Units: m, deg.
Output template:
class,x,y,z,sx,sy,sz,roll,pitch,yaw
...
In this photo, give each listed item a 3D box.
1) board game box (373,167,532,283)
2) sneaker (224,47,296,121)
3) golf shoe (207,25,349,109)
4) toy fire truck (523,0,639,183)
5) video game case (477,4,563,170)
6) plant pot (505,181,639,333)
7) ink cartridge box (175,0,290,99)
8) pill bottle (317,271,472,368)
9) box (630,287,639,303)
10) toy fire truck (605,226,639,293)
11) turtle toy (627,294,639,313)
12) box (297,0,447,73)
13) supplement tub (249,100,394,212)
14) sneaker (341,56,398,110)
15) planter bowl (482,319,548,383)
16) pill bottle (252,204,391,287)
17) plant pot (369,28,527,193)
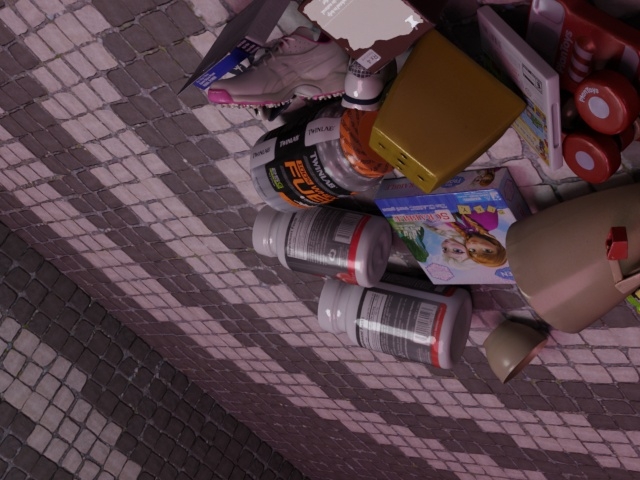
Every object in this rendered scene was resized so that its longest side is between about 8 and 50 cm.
class,x,y,z,sx,sy,sz,roll,pitch,yaw
board game box,0.328,-0.020,1.870,0.318,0.066,0.318,-3,138,41
sneaker,-0.128,-0.310,1.697,0.234,0.153,0.094,6,143,32
golf shoe,-0.075,-0.318,1.537,0.115,0.306,0.140,16,116,52
toy fire truck,0.435,-0.256,1.370,0.254,0.169,0.302,43,159,27
video game case,0.336,-0.256,1.400,0.206,0.026,0.227,68,175,-48
plant pot,0.547,0.010,1.607,0.256,0.256,0.274,38,132,-18
ink cartridge box,-0.159,-0.367,1.566,0.045,0.224,0.223,40,148,-21
pill bottle,0.192,0.191,2.158,0.362,0.210,0.210,12,147,25
box,0.677,0.052,1.534,0.058,0.087,0.232,45,151,8
toy fire truck,0.577,0.065,1.486,0.135,0.047,0.192,0,126,13
turtle toy,0.706,0.106,1.768,0.095,0.066,0.130,41,146,-22
box,0.103,-0.414,1.312,0.167,0.203,0.168,37,147,-17
supplement tub,0.010,-0.178,1.753,0.193,0.194,0.316,43,146,-25
sneaker,0.093,-0.314,1.471,0.090,0.235,0.095,5,124,8
planter bowl,0.485,0.272,2.127,0.109,0.162,0.162,45,156,22
pill bottle,0.000,0.000,2.048,0.318,0.176,0.176,12,147,24
plant pot,0.199,-0.207,1.462,0.212,0.187,0.212,41,174,5
